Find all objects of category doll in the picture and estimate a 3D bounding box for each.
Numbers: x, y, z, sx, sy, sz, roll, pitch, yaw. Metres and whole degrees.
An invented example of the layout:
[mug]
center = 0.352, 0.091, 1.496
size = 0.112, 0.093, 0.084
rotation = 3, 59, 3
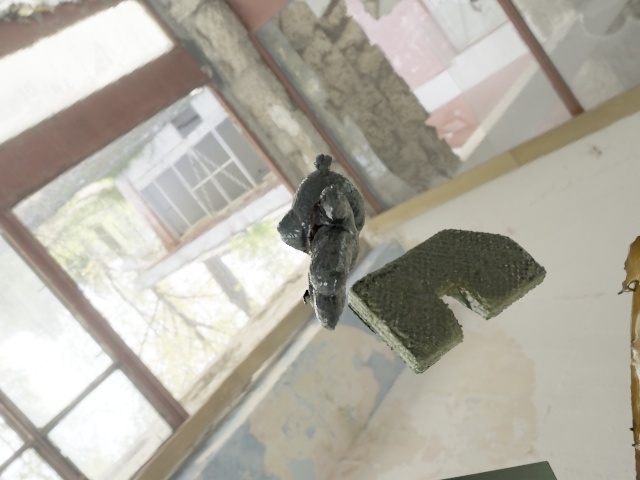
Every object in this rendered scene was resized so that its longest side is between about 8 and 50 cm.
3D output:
[doll]
center = -0.007, -0.002, 1.223
size = 0.158, 0.246, 0.340
rotation = 6, -139, 6

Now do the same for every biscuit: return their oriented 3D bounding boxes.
[biscuit]
center = 0.172, 0.062, 0.932
size = 0.250, 0.147, 0.046
rotation = -29, 148, -23

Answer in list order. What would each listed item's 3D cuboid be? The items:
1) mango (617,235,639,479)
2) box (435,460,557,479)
[mango]
center = 0.183, 0.039, 0.295
size = 0.101, 0.066, 0.188
rotation = 11, -98, 52
[box]
center = 0.142, 0.363, 0.722
size = 0.224, 0.225, 0.117
rotation = -9, -149, -2
